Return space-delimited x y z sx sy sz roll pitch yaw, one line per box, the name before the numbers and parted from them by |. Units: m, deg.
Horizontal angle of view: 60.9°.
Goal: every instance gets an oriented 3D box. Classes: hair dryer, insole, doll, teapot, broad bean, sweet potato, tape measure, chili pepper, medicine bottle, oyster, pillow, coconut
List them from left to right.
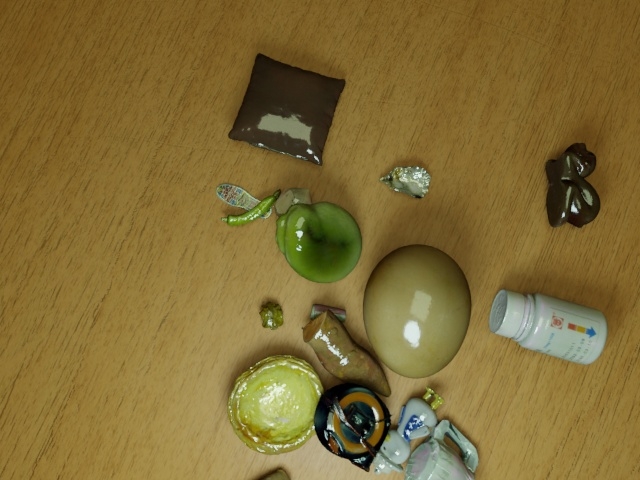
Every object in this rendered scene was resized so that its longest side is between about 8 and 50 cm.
insole | -0.243 -0.126 1.726 0.193 0.006 0.065 27 85 4
chili pepper | -0.207 -0.091 1.701 0.208 0.043 0.049 -26 60 -6
pillow | -0.099 -0.415 1.708 0.308 0.108 0.305 17 79 0
coconut | -0.078 -0.112 1.670 0.110 0.110 0.124 34 88 4
broad bean | 0.000 0.000 1.613 0.291 0.119 0.238 42 85 -26
hair dryer | 0.013 0.276 1.664 0.106 0.054 0.154 11 94 -3
sweet potato | 0.085 0.358 1.603 0.131 0.131 0.336 -42 99 -4
tape measure | 0.091 0.508 1.520 0.223 0.135 0.202 39 66 -15
doll | 0.247 0.558 1.584 0.119 0.138 0.293 39 88 -29
oyster | 0.275 -0.180 1.706 0.146 0.045 0.121 -29 81 -10
teapot | 0.354 0.663 1.577 0.178 0.221 0.163 35 124 -5
medicine bottle | 0.659 0.245 1.590 0.293 0.170 0.170 16 84 1

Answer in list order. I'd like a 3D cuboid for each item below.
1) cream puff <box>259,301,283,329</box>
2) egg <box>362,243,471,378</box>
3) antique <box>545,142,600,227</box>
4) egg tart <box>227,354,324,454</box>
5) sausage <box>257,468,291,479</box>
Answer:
cream puff | -0.149 0.230 1.658 0.083 0.058 0.083 24 83 1
egg | 0.267 0.198 1.537 0.301 0.301 0.374 11 90 2
antique | 0.778 -0.168 1.663 0.143 0.121 0.257 0 84 -6
egg tart | -0.125 0.479 1.600 0.294 0.123 0.294 0 81 0
sausage | -0.288 0.844 1.562 0.501 0.123 0.136 -32 55 -3
